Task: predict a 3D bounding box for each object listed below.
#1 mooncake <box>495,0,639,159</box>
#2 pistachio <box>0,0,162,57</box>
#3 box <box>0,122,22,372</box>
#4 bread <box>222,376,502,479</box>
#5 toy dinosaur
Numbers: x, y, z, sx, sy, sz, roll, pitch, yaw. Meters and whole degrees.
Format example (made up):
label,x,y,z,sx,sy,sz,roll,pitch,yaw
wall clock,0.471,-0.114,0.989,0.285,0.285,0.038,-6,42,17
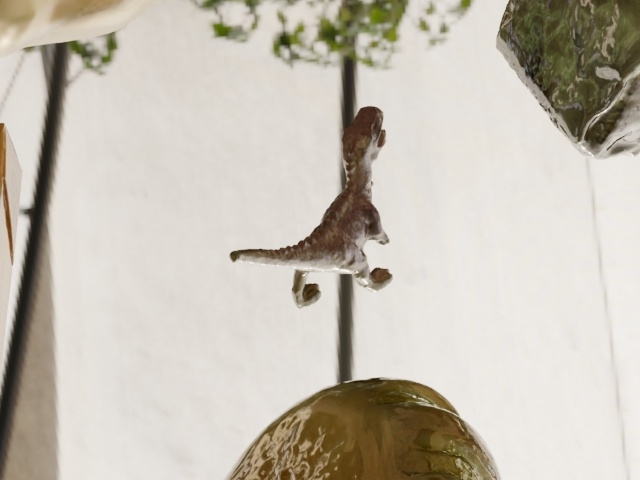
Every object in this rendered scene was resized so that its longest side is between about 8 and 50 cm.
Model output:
label,x,y,z,sx,sy,sz,roll,pitch,yaw
mooncake,0.160,-0.122,0.682,0.073,0.130,0.125,-6,-123,-27
pistachio,-0.158,-0.222,0.587,0.229,0.321,0.238,21,137,-35
box,-0.299,0.054,0.806,0.174,0.274,0.076,1,154,-5
bread,0.019,0.245,0.736,0.160,0.333,0.333,27,-177,-22
toy dinosaur,-0.003,-0.002,1.184,0.072,0.199,0.251,29,-123,33
